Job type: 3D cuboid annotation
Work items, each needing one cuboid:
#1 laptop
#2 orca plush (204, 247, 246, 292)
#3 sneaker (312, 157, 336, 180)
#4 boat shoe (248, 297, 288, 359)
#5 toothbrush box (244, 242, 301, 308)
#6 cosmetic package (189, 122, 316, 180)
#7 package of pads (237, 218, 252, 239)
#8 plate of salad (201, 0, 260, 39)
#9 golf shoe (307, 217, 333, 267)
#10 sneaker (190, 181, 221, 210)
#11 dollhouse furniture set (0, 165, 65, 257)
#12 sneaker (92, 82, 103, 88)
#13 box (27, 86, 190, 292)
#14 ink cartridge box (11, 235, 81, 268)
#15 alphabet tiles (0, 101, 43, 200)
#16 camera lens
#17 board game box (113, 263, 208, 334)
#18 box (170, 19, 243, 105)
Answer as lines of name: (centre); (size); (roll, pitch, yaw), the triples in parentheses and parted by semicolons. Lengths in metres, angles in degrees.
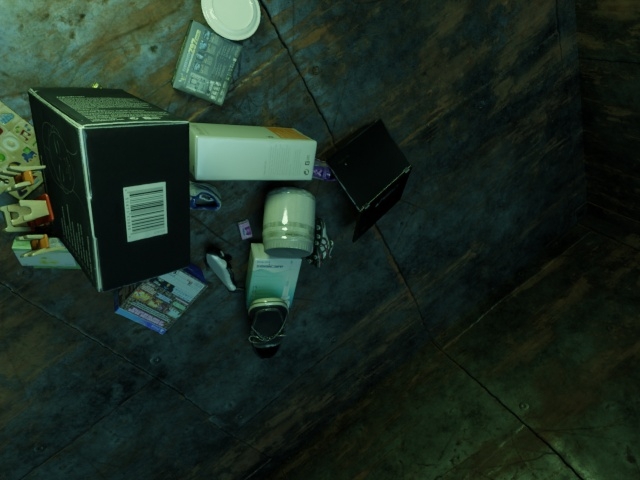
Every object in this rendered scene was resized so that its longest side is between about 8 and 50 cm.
laptop: (0.218, -0.273, 1.972); (0.382, 0.236, 0.407); (-41, 159, -25)
orca plush: (-0.408, 0.118, 1.872); (0.102, 0.151, 0.287); (-56, 132, -31)
sneaker: (-0.005, -0.307, 1.847); (0.237, 0.104, 0.095); (1, 117, -28)
boat shoe: (-0.245, 0.418, 1.977); (0.187, 0.155, 0.499); (-2, 144, -12)
toothbrush box: (-0.226, 0.167, 1.942); (0.217, 0.126, 0.295); (1, 124, -19)
cosmetic package: (-0.270, -0.339, 1.605); (0.454, 0.230, 0.161); (-5, 118, -27)
package of pads: (-0.334, -0.049, 1.858); (0.050, 0.032, 0.083); (-19, 124, -17)
plate of salad: (-0.302, -0.779, 1.420); (0.200, 0.048, 0.199); (-3, 98, -26)
golf shoe: (0.000, 0.000, 2.043); (0.120, 0.105, 0.272); (-24, 133, -35)
sneaker: (-0.523, -0.183, 1.617); (0.297, 0.131, 0.111); (5, 116, -29)
dollhouse furniture set: (-0.888, -0.087, 1.311); (0.135, 0.259, 0.261); (-17, 99, -49)
sneaker: (-0.745, -0.476, 1.389); (0.035, 0.031, 0.083); (24, 101, -38)
box: (-0.642, -0.182, 1.295); (0.298, 0.472, 0.478); (-18, 127, -42)
ink cartridge box: (-0.950, 0.067, 1.482); (0.171, 0.056, 0.235); (3, 147, -18)
alphabet tiles: (-1.054, -0.293, 1.338); (0.285, 0.011, 0.342); (-43, 128, 0)
camera lens: (-0.132, -0.079, 1.779); (0.220, 0.220, 0.273); (12, 72, -33)
board game box: (-0.664, 0.205, 1.751); (0.291, 0.141, 0.232); (-47, 128, 2)
box: (-0.400, -0.619, 1.480); (0.184, 0.059, 0.232); (12, 111, -34)
